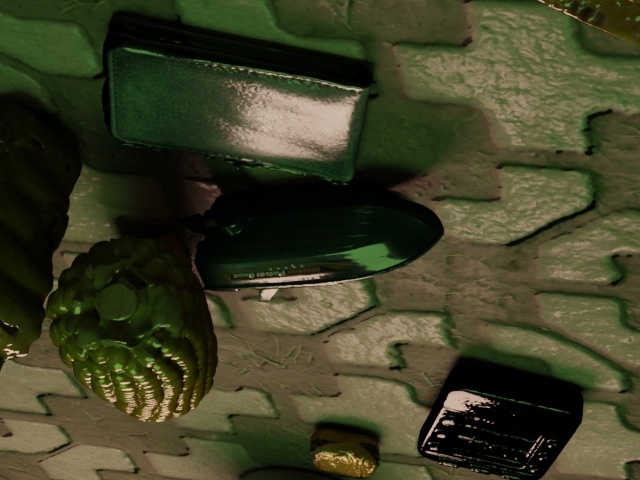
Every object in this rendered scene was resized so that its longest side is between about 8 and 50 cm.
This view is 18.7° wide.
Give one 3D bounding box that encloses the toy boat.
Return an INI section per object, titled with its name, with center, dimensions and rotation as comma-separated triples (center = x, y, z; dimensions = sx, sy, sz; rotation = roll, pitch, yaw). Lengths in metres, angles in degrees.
[toy boat]
center = 0.000, 0.000, 1.719
dimensions = 0.246, 0.093, 0.103
rotation = -5, 142, 31

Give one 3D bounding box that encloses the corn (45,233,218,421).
[corn]
center = -0.166, 0.087, 1.771
dimensions = 0.144, 0.144, 0.387
rotation = 12, 169, 0

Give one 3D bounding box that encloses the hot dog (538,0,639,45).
[hot dog]
center = 0.162, -0.204, 1.284
dimensions = 0.270, 0.072, 0.109
rotation = 23, 149, -23

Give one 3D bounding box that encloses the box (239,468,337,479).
[box]
center = -0.030, 0.417, 2.414
dimensions = 0.262, 0.206, 0.291
rotation = 9, 154, 9

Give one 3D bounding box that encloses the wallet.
[wallet]
center = -0.072, -0.114, 1.597
dimensions = 0.222, 0.036, 0.167
rotation = 10, 153, 1

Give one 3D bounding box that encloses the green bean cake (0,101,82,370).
[green bean cake]
center = -0.336, 0.000, 1.723
dimensions = 0.230, 0.224, 0.131
rotation = -3, 153, 32

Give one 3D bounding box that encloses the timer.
[timer]
center = 0.188, 0.192, 2.059
dimensions = 0.144, 0.055, 0.187
rotation = 13, 149, -5

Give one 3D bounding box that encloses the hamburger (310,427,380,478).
[hamburger]
center = 0.028, 0.243, 2.230
dimensions = 0.083, 0.044, 0.076
rotation = 8, 151, 3

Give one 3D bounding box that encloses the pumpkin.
[pumpkin]
center = -0.170, 0.021, 1.877
dimensions = 0.083, 0.054, 0.074
rotation = -9, 159, 5
